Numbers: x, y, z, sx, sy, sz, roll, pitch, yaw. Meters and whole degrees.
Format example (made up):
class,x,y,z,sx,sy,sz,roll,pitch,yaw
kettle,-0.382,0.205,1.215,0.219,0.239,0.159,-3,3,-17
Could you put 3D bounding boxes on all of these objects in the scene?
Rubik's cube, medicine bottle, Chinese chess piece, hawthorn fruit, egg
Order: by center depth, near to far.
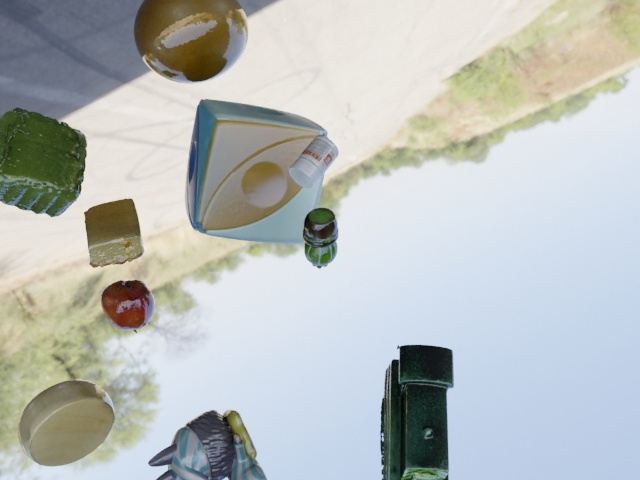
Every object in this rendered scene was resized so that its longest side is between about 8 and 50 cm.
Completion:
class,x,y,z,sx,sy,sz,roll,pitch,yaw
medicine bottle,-0.011,-0.145,1.352,0.089,0.057,0.057,-52,-167,-22
Chinese chess piece,-0.681,0.488,1.965,0.251,0.097,0.250,-27,138,-27
egg,-0.354,-0.581,2.038,0.283,0.282,0.351,-25,180,44
Rubik's cube,-0.196,-0.203,2.111,0.348,0.352,0.351,6,-166,-18
hawthorn fruit,-0.662,0.236,2.533,0.179,0.200,0.179,-2,-152,1

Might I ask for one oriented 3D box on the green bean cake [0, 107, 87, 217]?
class,x,y,z,sx,sy,sz,roll,pitch,yaw
green bean cake,-0.632,-0.174,1.628,0.200,0.214,0.113,17,145,-37

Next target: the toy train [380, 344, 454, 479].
class,x,y,z,sx,sy,sz,roll,pitch,yaw
toy train,0.197,0.361,1.475,0.139,0.330,0.178,5,145,-1

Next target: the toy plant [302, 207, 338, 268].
class,x,y,z,sx,sy,sz,roll,pitch,yaw
toy plant,0.000,0.000,1.853,0.093,0.093,0.162,-30,141,-31

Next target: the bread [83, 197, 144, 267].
class,x,y,z,sx,sy,sz,roll,pitch,yaw
bread,-0.690,-0.024,2.445,0.185,0.114,0.274,-13,-147,-14

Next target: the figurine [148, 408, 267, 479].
class,x,y,z,sx,sy,sz,roll,pitch,yaw
figurine,-0.401,0.795,2.517,0.378,0.361,0.266,-24,158,-19
